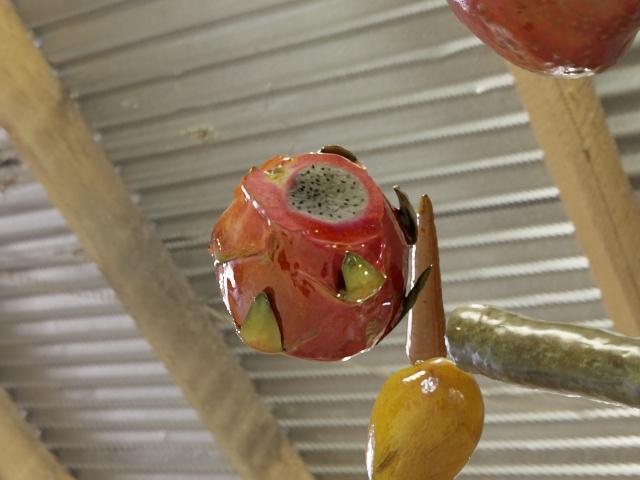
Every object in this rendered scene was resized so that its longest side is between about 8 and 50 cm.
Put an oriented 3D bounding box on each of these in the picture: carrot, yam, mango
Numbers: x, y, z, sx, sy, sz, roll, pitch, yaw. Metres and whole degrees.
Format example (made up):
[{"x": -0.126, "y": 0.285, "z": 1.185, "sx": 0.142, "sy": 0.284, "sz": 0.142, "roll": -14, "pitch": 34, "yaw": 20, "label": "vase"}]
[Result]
[{"x": 0.160, "y": 0.081, "z": 1.783, "sx": 0.069, "sy": 0.069, "sz": 0.336, "roll": 7, "pitch": -62, "yaw": 25, "label": "carrot"}, {"x": 0.206, "y": 0.090, "z": 0.841, "sx": 0.274, "sy": 0.061, "sz": 0.061, "roll": 7, "pitch": -46, "yaw": 46, "label": "yam"}, {"x": 0.102, "y": 0.198, "z": 1.191, "sx": 0.115, "sy": 0.165, "sz": 0.089, "roll": 35, "pitch": 0, "yaw": 16, "label": "mango"}]

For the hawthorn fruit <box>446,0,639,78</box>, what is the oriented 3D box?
[{"x": 0.235, "y": -0.343, "z": 1.282, "sx": 0.330, "sy": 0.287, "sz": 0.287, "roll": 20, "pitch": -42, "yaw": -9, "label": "hawthorn fruit"}]

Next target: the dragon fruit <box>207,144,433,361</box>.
[{"x": 0.000, "y": 0.000, "z": 1.514, "sx": 0.291, "sy": 0.290, "sz": 0.189, "roll": 30, "pitch": -43, "yaw": 3, "label": "dragon fruit"}]
